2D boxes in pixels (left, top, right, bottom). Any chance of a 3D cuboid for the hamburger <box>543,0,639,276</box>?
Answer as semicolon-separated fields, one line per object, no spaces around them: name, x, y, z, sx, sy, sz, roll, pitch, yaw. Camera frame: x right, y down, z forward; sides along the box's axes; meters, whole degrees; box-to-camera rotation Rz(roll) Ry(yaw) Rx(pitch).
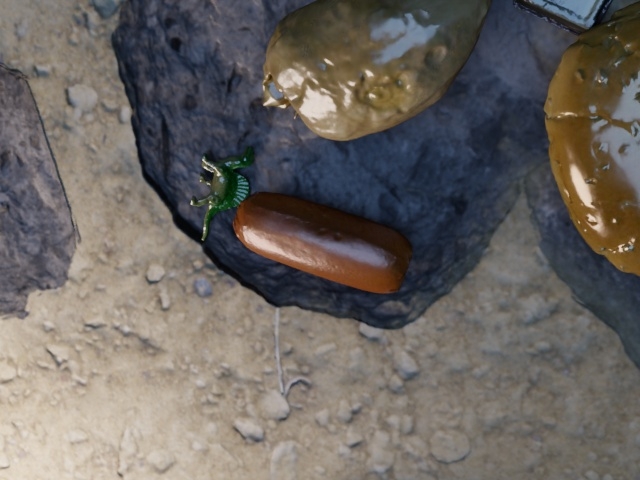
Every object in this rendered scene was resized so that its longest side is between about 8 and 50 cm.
hamburger;0.346;-0.096;0.695;0.283;0.144;0.260;-23;92;13

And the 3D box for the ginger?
ginger;0.056;-0.185;0.758;0.267;0.152;0.138;-31;122;14

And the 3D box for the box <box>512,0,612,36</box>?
box;0.228;-0.230;0.737;0.084;0.063;0.060;29;106;7

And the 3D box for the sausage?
sausage;0.000;0.000;0.842;0.197;0.076;0.076;19;106;12

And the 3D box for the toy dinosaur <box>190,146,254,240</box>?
toy dinosaur;-0.110;-0.051;0.887;0.060;0.029;0.120;15;106;0
